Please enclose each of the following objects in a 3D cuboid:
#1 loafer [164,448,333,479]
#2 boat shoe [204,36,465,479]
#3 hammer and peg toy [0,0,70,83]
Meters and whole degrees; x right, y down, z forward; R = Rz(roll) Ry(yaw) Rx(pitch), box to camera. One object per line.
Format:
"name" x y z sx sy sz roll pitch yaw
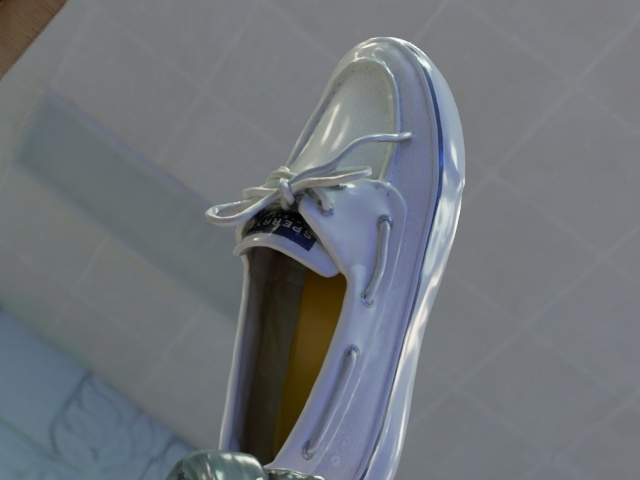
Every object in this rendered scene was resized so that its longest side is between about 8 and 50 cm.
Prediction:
"loafer" -0.031 0.148 0.446 0.084 0.096 0.267 5 -30 -17
"boat shoe" -0.007 0.002 0.901 0.135 0.367 0.156 -1 -22 38
"hammer and peg toy" -0.330 -0.251 0.864 0.361 0.127 0.266 41 -78 -10
